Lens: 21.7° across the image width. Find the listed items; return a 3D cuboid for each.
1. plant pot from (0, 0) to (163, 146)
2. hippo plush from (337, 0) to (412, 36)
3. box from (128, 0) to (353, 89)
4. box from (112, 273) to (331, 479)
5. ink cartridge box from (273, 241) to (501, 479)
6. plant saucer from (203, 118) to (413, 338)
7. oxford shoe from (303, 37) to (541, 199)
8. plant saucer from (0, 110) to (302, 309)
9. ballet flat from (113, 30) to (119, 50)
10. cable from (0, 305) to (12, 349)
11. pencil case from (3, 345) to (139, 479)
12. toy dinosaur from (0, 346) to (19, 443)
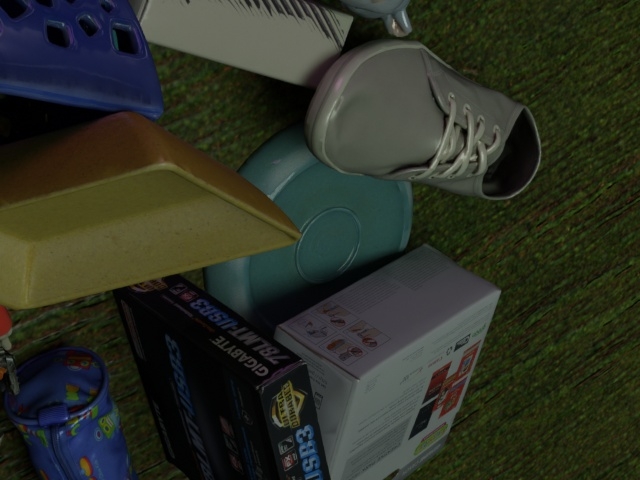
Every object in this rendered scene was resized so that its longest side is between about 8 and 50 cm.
[{"bbox_3d":[-0.306,-0.185,1.524,0.236,0.236,0.212,6,68,-42],"label":"plant pot"},{"bbox_3d":[0.072,-0.371,1.833,0.236,0.234,0.294,-45,179,12],"label":"hippo plush"},{"bbox_3d":[-0.106,-0.241,1.775,0.275,0.113,0.094,10,105,-45],"label":"box"},{"bbox_3d":[-0.104,0.197,1.882,0.073,0.293,0.295,-32,130,-26],"label":"box"},{"bbox_3d":[0.058,0.188,2.065,0.309,0.130,0.272,-27,141,-48],"label":"ink cartridge box"},{"bbox_3d":[0.000,0.000,2.044,0.317,0.043,0.318,-20,125,-33],"label":"plant saucer"},{"bbox_3d":[0.135,-0.131,1.960,0.449,0.130,0.169,9,110,-58],"label":"oxford shoe"},{"bbox_3d":[-0.227,-0.029,1.582,0.333,0.333,0.081,29,50,-67],"label":"plant saucer"},{"bbox_3d":[-0.237,-0.270,1.654,0.077,0.079,0.221,20,65,-70],"label":"ballet flat"},{"bbox_3d":[-0.365,0.030,1.689,0.139,0.072,0.287,-31,147,-27],"label":"cable"},{"bbox_3d":[-0.262,0.269,1.902,0.119,0.133,0.306,-14,125,0],"label":"pencil case"},{"bbox_3d":[-0.411,0.135,1.645,0.218,0.164,0.322,-22,122,-16],"label":"toy dinosaur"}]
